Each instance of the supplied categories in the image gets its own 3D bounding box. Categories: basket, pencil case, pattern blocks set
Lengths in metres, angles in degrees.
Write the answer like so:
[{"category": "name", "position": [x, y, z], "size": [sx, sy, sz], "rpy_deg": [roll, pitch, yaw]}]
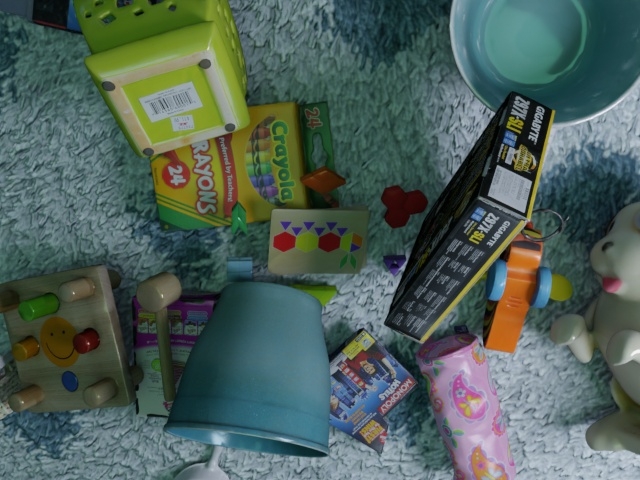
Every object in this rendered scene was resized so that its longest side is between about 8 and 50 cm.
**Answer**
[{"category": "basket", "position": [-0.660, 0.306, 1.267], "size": [0.167, 0.113, 0.103], "rpy_deg": [-31, 98, 10]}, {"category": "pencil case", "position": [0.261, 0.305, 1.186], "size": [0.124, 0.124, 0.284], "rpy_deg": [-18, 97, 8]}, {"category": "pattern blocks set", "position": [0.000, 0.000, 1.145], "size": [0.325, 0.026, 0.285], "rpy_deg": [8, 123, -14]}]

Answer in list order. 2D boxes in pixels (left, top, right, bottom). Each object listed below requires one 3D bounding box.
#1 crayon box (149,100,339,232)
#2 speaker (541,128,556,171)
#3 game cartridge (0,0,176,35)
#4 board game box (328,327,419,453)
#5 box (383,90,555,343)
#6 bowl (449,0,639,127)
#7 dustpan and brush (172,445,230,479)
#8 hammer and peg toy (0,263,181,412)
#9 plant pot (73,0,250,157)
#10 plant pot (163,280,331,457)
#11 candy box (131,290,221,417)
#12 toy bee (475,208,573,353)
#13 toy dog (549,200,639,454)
[{"category": "crayon box", "position": [-0.135, -0.133, 1.162], "size": [0.319, 0.081, 0.202], "rpy_deg": [-7, 98, 6]}, {"category": "speaker", "position": [0.362, -0.151, 1.127], "size": [0.055, 0.055, 0.136], "rpy_deg": [16, 101, 2]}, {"category": "game cartridge", "position": [-0.370, -0.464, 1.130], "size": [0.355, 0.068, 0.230], "rpy_deg": [13, 102, 3]}, {"category": "board game box", "position": [0.080, 0.289, 1.225], "size": [0.194, 0.060, 0.194], "rpy_deg": [45, 100, -4]}, {"category": "box", "position": [0.219, -0.029, 0.991], "size": [0.079, 0.257, 0.322], "rpy_deg": [26, 138, 0]}, {"category": "bowl", "position": [0.353, -0.336, 1.042], "size": [0.312, 0.163, 0.311], "rpy_deg": [1, 100, 5]}, {"category": "dustpan and brush", "position": [-0.223, 0.471, 1.291], "size": [0.147, 0.060, 0.211], "rpy_deg": [19, 107, 0]}, {"category": "hammer and peg toy", "position": [-0.412, 0.180, 1.162], "size": [0.361, 0.127, 0.266], "rpy_deg": [-9, 95, 24]}, {"category": "plant pot", "position": [-0.236, -0.273, 1.026], "size": [0.228, 0.207, 0.227], "rpy_deg": [-16, 142, 0]}, {"category": "plant pot", "position": [-0.104, 0.214, 1.114], "size": [0.272, 0.271, 0.255], "rpy_deg": [6, 68, 4]}, {"category": "candy box", "position": [-0.264, 0.213, 1.236], "size": [0.159, 0.071, 0.233], "rpy_deg": [2, 99, 6]}, {"category": "toy bee", "position": [0.349, 0.043, 1.130], "size": [0.195, 0.162, 0.298], "rpy_deg": [27, 126, -8]}, {"category": "toy dog", "position": [0.578, 0.129, 1.048], "size": [0.395, 0.284, 0.408], "rpy_deg": [-20, 98, -5]}]
